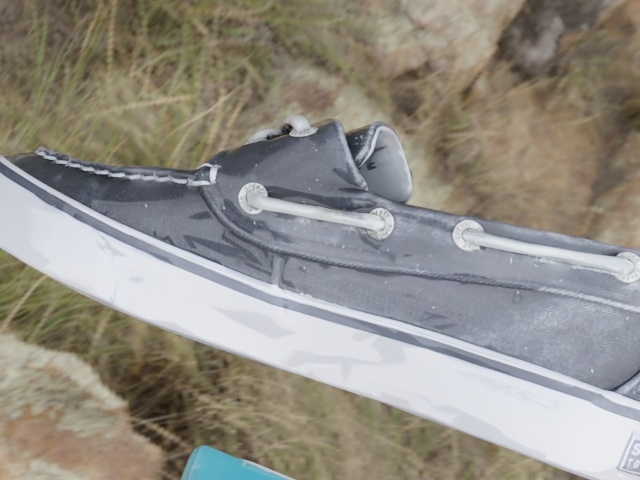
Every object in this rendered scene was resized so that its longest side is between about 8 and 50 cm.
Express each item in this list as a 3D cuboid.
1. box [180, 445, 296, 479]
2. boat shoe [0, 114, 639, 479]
[{"bbox_3d":[-0.036,0.192,0.505,0.100,0.060,0.244,21,109,-1],"label":"box"},{"bbox_3d":[0.000,0.000,0.645,0.301,0.108,0.102,18,90,22],"label":"boat shoe"}]
